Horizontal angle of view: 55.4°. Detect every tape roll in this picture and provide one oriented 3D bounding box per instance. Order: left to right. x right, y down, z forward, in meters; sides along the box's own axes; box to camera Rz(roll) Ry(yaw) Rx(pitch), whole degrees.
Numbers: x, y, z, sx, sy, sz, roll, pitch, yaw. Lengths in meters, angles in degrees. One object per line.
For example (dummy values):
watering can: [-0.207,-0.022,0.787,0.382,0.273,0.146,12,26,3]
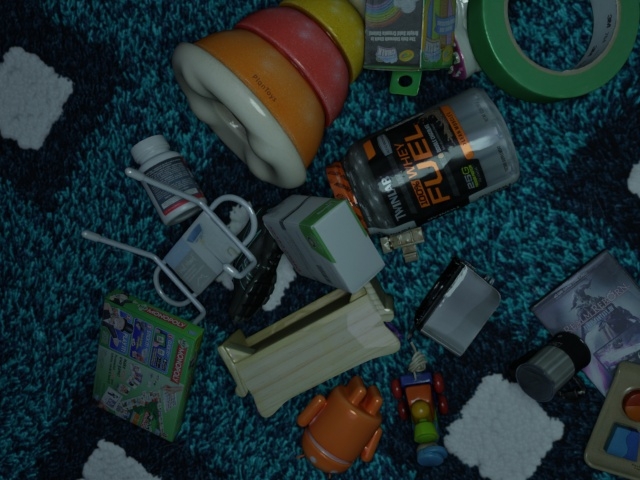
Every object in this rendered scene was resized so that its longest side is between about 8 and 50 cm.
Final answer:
tape roll: [0.444,-0.428,1.164,0.321,0.077,0.321,-1,93,-10]

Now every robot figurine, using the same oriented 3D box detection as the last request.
robot figurine: [0.046,0.397,1.285,0.128,0.158,0.219,40,99,40]

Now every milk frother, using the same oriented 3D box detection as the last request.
milk frother: [0.463,0.278,1.206,0.134,0.129,0.143,-27,80,-31]

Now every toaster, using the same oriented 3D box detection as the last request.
toaster: [0.265,0.132,1.218,0.110,0.168,0.186,35,97,5]

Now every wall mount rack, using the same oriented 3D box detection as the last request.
wall mount rack: [-0.306,0.011,1.262,0.304,0.130,0.350,46,120,-1]

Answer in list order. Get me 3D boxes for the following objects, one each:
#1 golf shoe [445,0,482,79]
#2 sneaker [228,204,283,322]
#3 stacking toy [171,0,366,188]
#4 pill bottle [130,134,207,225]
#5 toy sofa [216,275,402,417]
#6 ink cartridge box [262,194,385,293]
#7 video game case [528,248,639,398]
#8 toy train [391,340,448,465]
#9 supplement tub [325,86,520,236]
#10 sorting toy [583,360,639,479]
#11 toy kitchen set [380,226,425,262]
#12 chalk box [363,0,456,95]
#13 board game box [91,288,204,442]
golf shoe: [0.290,-0.486,1.228,0.140,0.115,0.306,-17,96,-1]
sneaker: [-0.145,0.049,1.329,0.106,0.101,0.267,25,93,25]
stacking toy: [-0.018,-0.370,1.215,0.480,0.350,0.350,-44,85,-10]
pill bottle: [-0.335,-0.134,1.331,0.108,0.108,0.180,-30,88,9]
toy sofa: [-0.014,0.203,1.275,0.362,0.150,0.177,-30,93,9]
ink cartridge box: [0.000,0.000,1.185,0.092,0.219,0.160,-40,114,-18]
video game case: [0.593,0.183,1.243,0.196,0.026,0.274,-40,87,8]
toy train: [0.197,0.327,1.192,0.105,0.143,0.248,-11,134,9]
supplement tub: [0.195,-0.141,1.198,0.338,0.207,0.207,-24,89,9]
sorting toy: [0.709,0.388,1.209,0.307,0.041,0.229,16,98,3]
toy kitchen set: [0.176,0.015,1.273,0.083,0.075,0.068,-15,91,13]
chalk box: [0.171,-0.390,1.168,0.132,0.132,0.213,15,115,35]
board game box: [-0.382,0.278,1.324,0.213,0.046,0.317,23,120,7]
